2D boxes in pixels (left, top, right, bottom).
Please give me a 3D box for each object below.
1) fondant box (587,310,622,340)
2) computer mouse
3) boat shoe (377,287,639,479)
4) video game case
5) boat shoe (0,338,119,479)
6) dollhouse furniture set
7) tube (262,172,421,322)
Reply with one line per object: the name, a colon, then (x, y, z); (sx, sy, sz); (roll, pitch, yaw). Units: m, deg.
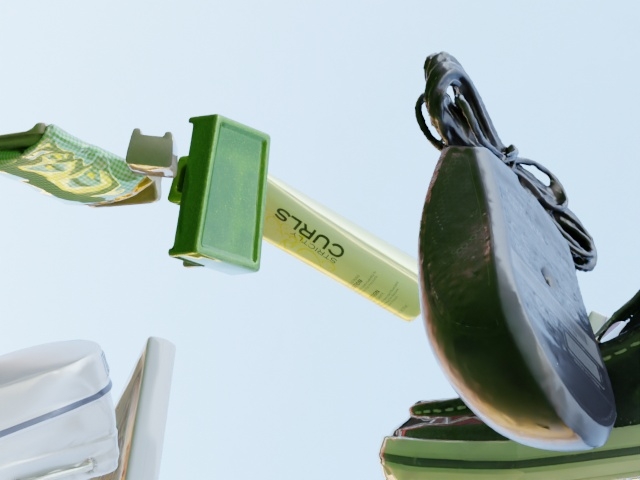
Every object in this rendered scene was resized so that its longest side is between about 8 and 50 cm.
fondant box: (0.325, 0.267, 1.677); (0.096, 0.238, 0.330); (126, -15, -79)
computer mouse: (0.103, 0.027, 0.936); (0.072, 0.188, 0.272); (-30, -150, 19)
boat shoe: (0.263, 0.070, 1.021); (0.500, 0.186, 0.156); (-18, -108, 27)
video game case: (-0.223, 0.301, 1.586); (0.329, 0.036, 0.300); (-89, -156, -56)
boat shoe: (-0.230, 0.133, 0.866); (0.096, 0.267, 0.088); (5, -69, 54)
dollhouse furniture set: (-0.085, -0.014, 0.692); (0.151, 0.076, 0.059); (-3, -106, 41)
tube: (0.000, 0.000, 1.578); (0.070, 0.240, 0.062); (-57, -167, 9)
